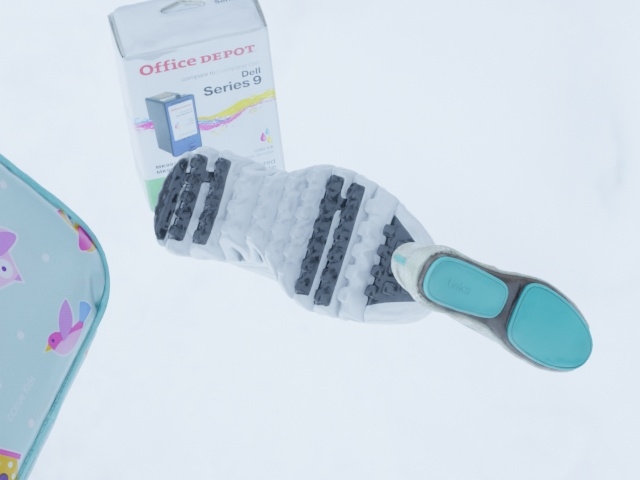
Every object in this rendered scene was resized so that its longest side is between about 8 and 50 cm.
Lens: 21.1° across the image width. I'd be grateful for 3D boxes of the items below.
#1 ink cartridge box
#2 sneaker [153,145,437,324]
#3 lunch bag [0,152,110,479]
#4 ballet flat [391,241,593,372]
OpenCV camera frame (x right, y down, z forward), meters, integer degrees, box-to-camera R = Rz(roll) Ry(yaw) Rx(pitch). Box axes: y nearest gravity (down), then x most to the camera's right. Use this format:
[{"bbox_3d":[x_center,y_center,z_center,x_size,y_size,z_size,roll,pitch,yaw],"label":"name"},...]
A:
[{"bbox_3d":[-0.127,-0.149,1.798,0.154,0.212,0.093,-13,42,-9],"label":"ink cartridge box"},{"bbox_3d":[0.000,0.000,1.324,0.292,0.118,0.110,21,88,46],"label":"sneaker"},{"bbox_3d":[-0.260,0.061,0.999,0.108,0.224,0.279,-15,41,43],"label":"lunch bag"},{"bbox_3d":[0.117,0.040,1.170,0.057,0.168,0.052,-61,32,-2],"label":"ballet flat"}]
